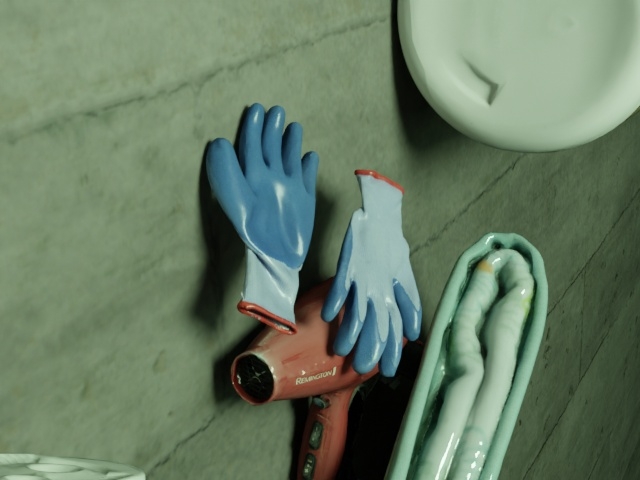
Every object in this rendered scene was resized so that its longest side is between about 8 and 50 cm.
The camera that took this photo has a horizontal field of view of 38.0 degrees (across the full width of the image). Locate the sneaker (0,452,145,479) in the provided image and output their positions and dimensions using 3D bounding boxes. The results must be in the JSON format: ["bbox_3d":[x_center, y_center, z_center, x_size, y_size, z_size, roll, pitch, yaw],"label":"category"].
[{"bbox_3d":[-0.172,0.204,0.320,0.323,0.130,0.236,19,76,-67],"label":"sneaker"}]

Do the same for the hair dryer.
[{"bbox_3d":[0.019,0.130,0.710,0.293,0.080,0.224,51,54,-53],"label":"hair dryer"}]

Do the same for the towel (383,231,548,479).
[{"bbox_3d":[0.096,0.221,0.801,0.320,0.090,0.374,90,23,-56],"label":"towel"}]

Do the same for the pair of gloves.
[{"bbox_3d":[0.000,0.000,0.624,0.198,0.023,0.159,26,54,-38],"label":"pair of gloves"}]

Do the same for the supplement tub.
[{"bbox_3d":[0.232,-0.214,0.857,0.316,0.228,0.228,-28,121,-57],"label":"supplement tub"}]
